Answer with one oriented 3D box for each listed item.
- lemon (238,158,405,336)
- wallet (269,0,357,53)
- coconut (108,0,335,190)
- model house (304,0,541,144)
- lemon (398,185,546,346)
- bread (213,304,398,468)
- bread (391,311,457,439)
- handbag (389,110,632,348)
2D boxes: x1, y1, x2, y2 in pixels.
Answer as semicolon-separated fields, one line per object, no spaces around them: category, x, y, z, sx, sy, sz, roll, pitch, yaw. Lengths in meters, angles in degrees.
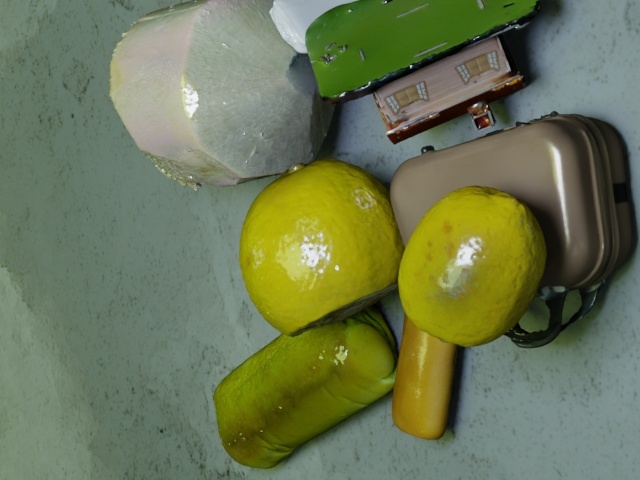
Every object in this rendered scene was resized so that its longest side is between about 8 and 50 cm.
lemon;0.000;0.000;1.962;0.240;0.240;0.219;-29;81;43
wallet;0.023;-0.312;1.968;0.095;0.190;0.033;54;148;23
coconut;-0.122;-0.215;2.047;0.309;0.297;0.298;1;97;49
model house;0.146;-0.234;1.861;0.207;0.293;0.154;-105;-10;-52
lemon;0.179;0.030;1.687;0.170;0.170;0.207;39;116;33
bread;-0.037;0.219;2.162;0.383;0.112;0.166;-38;71;41
bread;0.146;0.157;1.993;0.092;0.073;0.239;-138;52;-67
handbag;0.249;-0.004;1.826;0.301;0.149;0.283;-14;85;43
